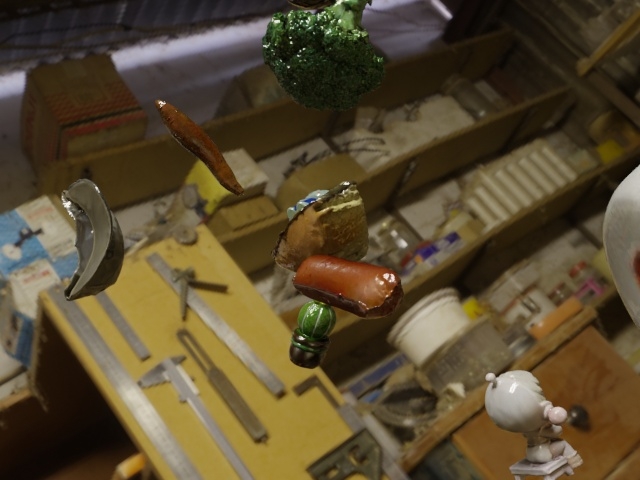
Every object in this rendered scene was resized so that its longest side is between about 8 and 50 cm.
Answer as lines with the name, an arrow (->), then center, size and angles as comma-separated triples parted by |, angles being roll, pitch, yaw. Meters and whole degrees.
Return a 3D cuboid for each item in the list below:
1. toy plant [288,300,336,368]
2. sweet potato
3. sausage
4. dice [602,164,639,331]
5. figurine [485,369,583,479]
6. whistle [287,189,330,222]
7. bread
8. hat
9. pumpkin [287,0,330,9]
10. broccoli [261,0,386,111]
toy plant -> -0.015, 0.205, 1.777 | 0.093, 0.093, 0.162 | -1, -68, -61
sweet potato -> -0.251, -0.198, 1.635 | 0.057, 0.264, 0.057 | -45, 4, 4
sausage -> 0.053, 0.087, 1.509 | 0.102, 0.102, 0.330 | -32, 20, -22
dice -> 0.628, 0.019, 1.156 | 0.305, 0.304, 0.277 | -18, -37, -7
figurine -> 0.417, 0.375, 1.612 | 0.145, 0.256, 0.182 | -28, -1, -5
whistle -> -0.026, -0.067, 1.998 | 0.110, 0.092, 0.244 | -27, 10, 42
bread -> 0.000, 0.000, 1.833 | 0.204, 0.162, 0.262 | -22, -23, -27
hat -> -0.399, 0.001, 1.449 | 0.149, 0.214, 0.245 | 3, -9, -45
pumpkin -> -0.026, -0.740, 2.103 | 0.233, 0.163, 0.233 | -29, -44, -33
broccoli -> 0.022, -0.387, 1.539 | 0.270, 0.270, 0.270 | -64, -19, -4
